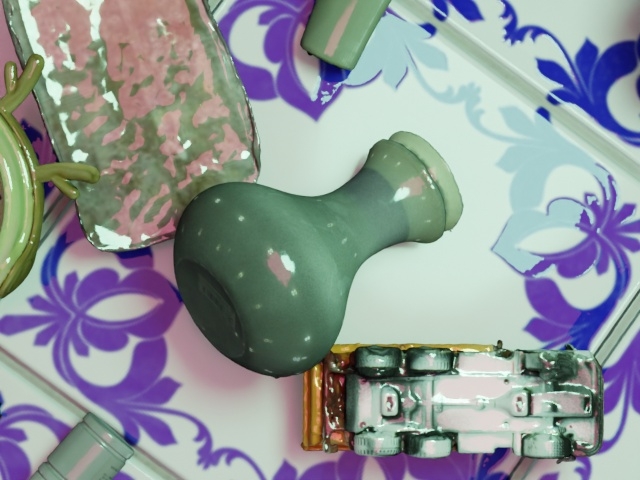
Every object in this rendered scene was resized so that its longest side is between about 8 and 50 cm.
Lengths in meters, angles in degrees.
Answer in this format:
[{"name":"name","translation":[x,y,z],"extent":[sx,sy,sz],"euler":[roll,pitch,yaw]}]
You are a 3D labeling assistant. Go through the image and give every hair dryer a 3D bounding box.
[{"name":"hair dryer","translation":[-0.001,-0.309,1.593],"extent":[0.298,0.119,0.296],"euler":[4,90,11]}]

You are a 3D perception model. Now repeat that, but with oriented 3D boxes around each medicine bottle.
[{"name":"medicine bottle","translation":[-0.220,0.209,1.546],"extent":[0.058,0.058,0.091],"euler":[42,84,-2]}]

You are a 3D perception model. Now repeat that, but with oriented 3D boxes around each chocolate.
[{"name":"chocolate","translation":[-0.174,-0.149,1.548],"extent":[0.185,0.100,0.303],"euler":[-20,98,-12]}]

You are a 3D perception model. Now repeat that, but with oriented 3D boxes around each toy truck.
[{"name":"toy truck","translation":[0.117,0.148,1.549],"extent":[0.270,0.135,0.114],"euler":[1,89,-1]}]

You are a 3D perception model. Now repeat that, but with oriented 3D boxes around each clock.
[{"name":"clock","translation":[-0.345,-0.039,1.492],"extent":[0.308,0.096,0.235],"euler":[-27,88,11]}]

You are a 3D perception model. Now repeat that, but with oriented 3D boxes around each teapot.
[{"name":"teapot","translation":[0.000,0.000,1.514],"extent":[0.251,0.183,0.183],"euler":[-32,90,-26]}]

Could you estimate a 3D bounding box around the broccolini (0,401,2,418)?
[{"name":"broccolini","translation":[-0.318,0.063,1.562],"extent":[0.042,0.044,0.218],"euler":[-4,82,10]}]
